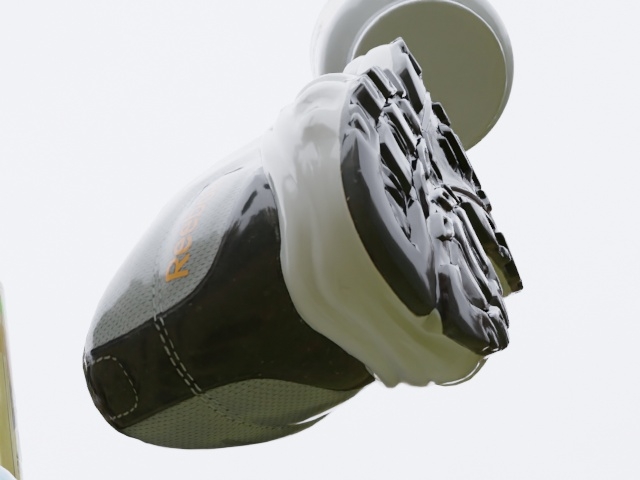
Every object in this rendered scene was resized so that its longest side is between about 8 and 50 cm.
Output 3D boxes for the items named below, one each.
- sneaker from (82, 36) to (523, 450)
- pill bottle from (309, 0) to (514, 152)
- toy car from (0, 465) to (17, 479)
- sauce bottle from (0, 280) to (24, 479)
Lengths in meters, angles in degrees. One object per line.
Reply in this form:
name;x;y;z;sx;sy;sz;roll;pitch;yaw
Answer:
sneaker;0.000;0.000;0.464;0.108;0.100;0.271;-28;0;13
pill bottle;0.054;-0.108;0.885;0.118;0.208;0.117;-1;-78;-3
toy car;-0.036;0.203;0.530;0.238;0.219;0.210;0;-66;-36
sauce bottle;-0.241;0.160;0.900;0.111;0.344;0.111;-8;-21;-3
